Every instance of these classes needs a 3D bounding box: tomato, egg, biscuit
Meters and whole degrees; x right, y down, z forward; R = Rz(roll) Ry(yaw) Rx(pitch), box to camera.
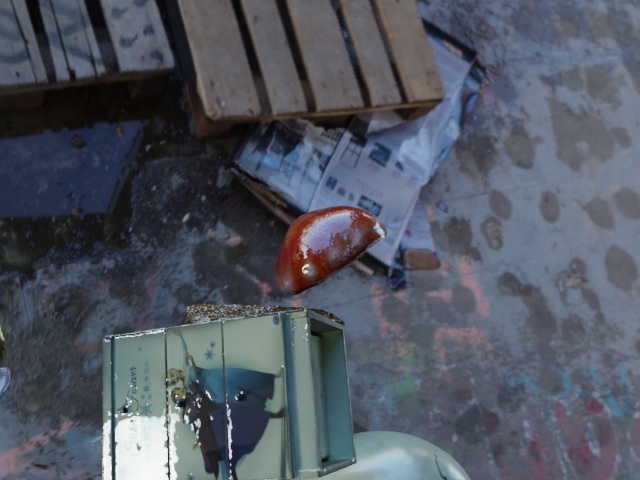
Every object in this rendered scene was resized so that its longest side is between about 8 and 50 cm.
[{"bbox_3d":[-0.007,0.004,0.903,0.166,0.174,0.082,-35,99,-30],"label":"tomato"},{"bbox_3d":[0.064,0.328,0.801,0.186,0.253,0.187,-19,90,-74],"label":"egg"},{"bbox_3d":[-0.068,0.104,0.824,0.199,0.064,0.035,3,103,-24],"label":"biscuit"}]

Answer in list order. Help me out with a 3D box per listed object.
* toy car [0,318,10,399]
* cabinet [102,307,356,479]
[{"bbox_3d":[-0.484,0.095,0.631,0.336,0.226,0.242,49,30,16],"label":"toy car"},{"bbox_3d":[-0.085,0.159,0.653,0.206,0.150,0.145,-10,74,15],"label":"cabinet"}]
